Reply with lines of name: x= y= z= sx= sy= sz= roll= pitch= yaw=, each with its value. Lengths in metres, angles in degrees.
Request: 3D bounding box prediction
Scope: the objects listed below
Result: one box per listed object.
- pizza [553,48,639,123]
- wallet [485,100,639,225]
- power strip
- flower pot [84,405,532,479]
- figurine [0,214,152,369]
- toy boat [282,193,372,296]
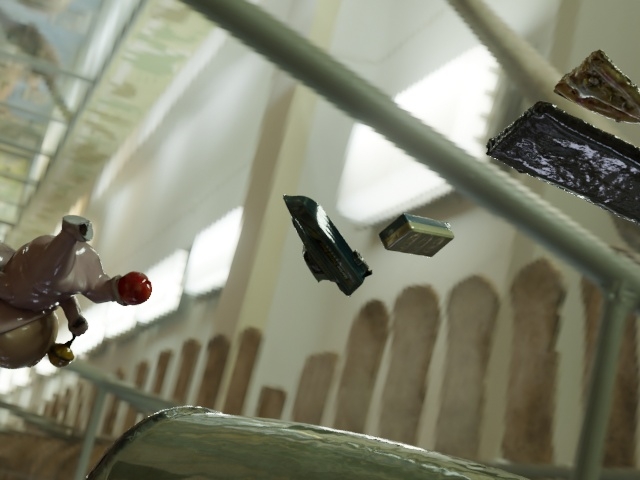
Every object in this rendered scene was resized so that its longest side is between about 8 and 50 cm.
pizza: x=0.452 y=-0.237 z=1.996 sx=0.036 sy=0.185 sz=0.176 roll=-60 pitch=162 yaw=-13
wallet: x=0.369 y=-0.092 z=1.661 sx=0.146 sy=0.285 sz=0.030 roll=-47 pitch=-157 yaw=57
power strip: x=0.143 y=-0.006 z=1.862 sx=0.056 sy=0.123 sz=0.032 roll=-39 pitch=-118 yaw=29
flower pot: x=0.010 y=0.275 z=0.939 sx=0.330 sy=0.293 sz=0.293 roll=-2 pitch=-113 yaw=35
figurine: x=-0.357 y=0.070 z=1.543 sx=0.176 sy=0.287 sz=0.186 roll=-10 pitch=82 yaw=-70
toy boat: x=0.000 y=0.000 z=1.502 sx=0.060 sy=0.141 sz=0.055 roll=-32 pitch=-164 yaw=15
